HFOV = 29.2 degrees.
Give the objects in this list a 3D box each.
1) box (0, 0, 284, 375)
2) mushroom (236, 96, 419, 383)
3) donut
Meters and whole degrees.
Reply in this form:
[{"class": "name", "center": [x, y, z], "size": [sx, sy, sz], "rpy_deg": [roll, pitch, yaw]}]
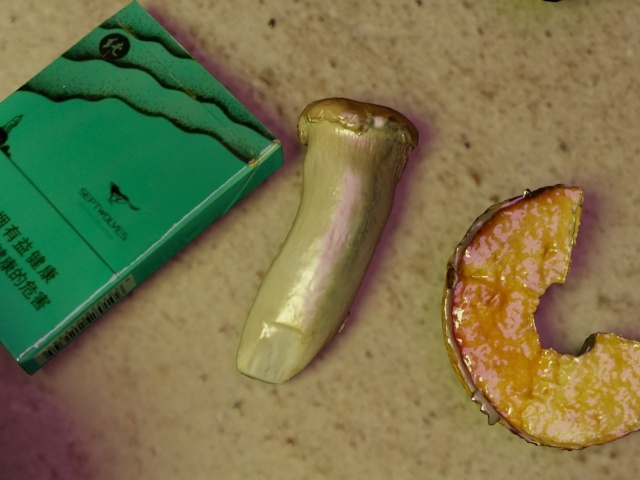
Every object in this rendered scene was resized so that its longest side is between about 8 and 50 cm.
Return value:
[{"class": "box", "center": [-0.160, -0.041, 0.836], "size": [0.226, 0.042, 0.161], "rpy_deg": [-41, 73, -13]}, {"class": "mushroom", "center": [0.000, 0.000, 0.848], "size": [0.084, 0.071, 0.209], "rpy_deg": [26, 79, -32]}, {"class": "donut", "center": [0.150, 0.061, 0.853], "size": [0.146, 0.078, 0.181], "rpy_deg": [-31, 90, -11]}]
